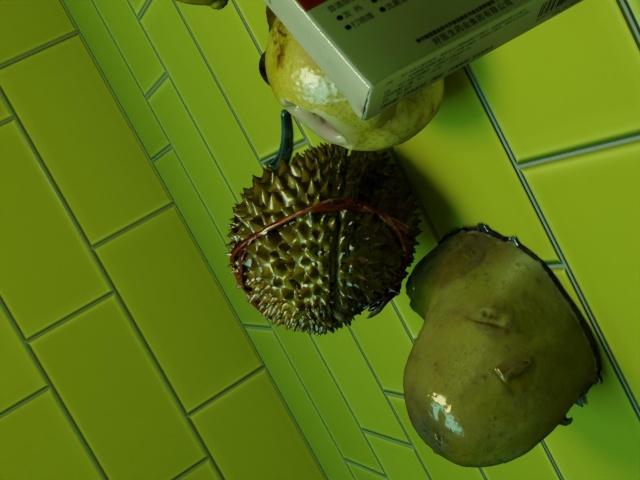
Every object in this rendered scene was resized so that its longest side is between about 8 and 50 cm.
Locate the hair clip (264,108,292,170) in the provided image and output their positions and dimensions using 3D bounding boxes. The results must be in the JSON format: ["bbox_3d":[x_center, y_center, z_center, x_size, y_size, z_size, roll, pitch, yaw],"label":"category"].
[{"bbox_3d":[-0.083,-0.214,2.032,0.070,0.039,0.229,52,154,17],"label":"hair clip"}]

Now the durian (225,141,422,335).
[{"bbox_3d":[0.004,-0.002,1.594,0.348,0.347,0.384,66,-158,-18],"label":"durian"}]

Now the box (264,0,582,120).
[{"bbox_3d":[0.124,-0.292,0.964,0.214,0.353,0.069,52,157,18],"label":"box"}]

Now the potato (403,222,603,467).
[{"bbox_3d":[0.225,0.175,1.463,0.397,0.296,0.290,44,150,31],"label":"potato"}]

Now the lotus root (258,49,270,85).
[{"bbox_3d":[-0.063,-0.324,1.751,0.179,0.080,0.089,39,153,45],"label":"lotus root"}]

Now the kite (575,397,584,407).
[{"bbox_3d":[0.353,0.195,1.602,0.285,0.015,0.152,12,127,60],"label":"kite"}]

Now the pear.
[{"bbox_3d":[0.055,-0.253,1.339,0.271,0.271,0.271,48,157,28],"label":"pear"}]

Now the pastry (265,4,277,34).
[{"bbox_3d":[-0.045,-0.381,1.632,0.153,0.081,0.153,48,161,22],"label":"pastry"}]

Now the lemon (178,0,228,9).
[{"bbox_3d":[-0.225,-0.559,1.580,0.245,0.245,0.320,11,122,64],"label":"lemon"}]
